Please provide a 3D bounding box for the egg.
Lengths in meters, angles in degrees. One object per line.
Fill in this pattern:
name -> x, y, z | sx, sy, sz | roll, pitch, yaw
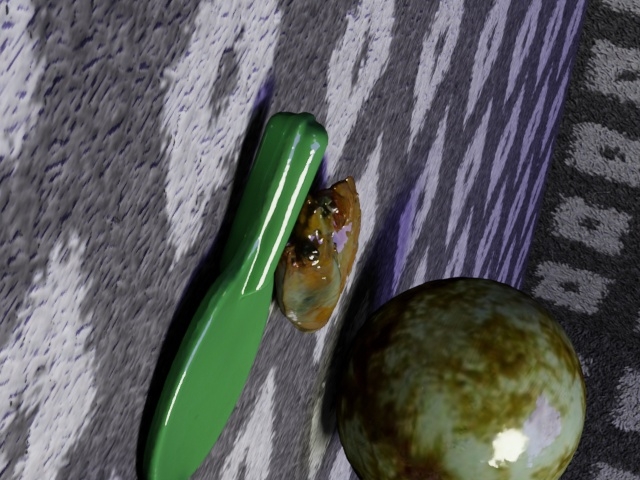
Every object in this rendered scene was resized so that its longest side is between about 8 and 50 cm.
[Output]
egg -> 0.128, 0.160, 1.621 | 0.289, 0.238, 0.238 | -39, -156, 61

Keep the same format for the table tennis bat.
table tennis bat -> -0.055, 0.040, 1.029 | 0.160, 0.039, 0.257 | -31, 143, -73

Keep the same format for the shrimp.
shrimp -> -0.002, -0.001, 1.183 | 0.217, 0.051, 0.115 | 67, 36, -73
